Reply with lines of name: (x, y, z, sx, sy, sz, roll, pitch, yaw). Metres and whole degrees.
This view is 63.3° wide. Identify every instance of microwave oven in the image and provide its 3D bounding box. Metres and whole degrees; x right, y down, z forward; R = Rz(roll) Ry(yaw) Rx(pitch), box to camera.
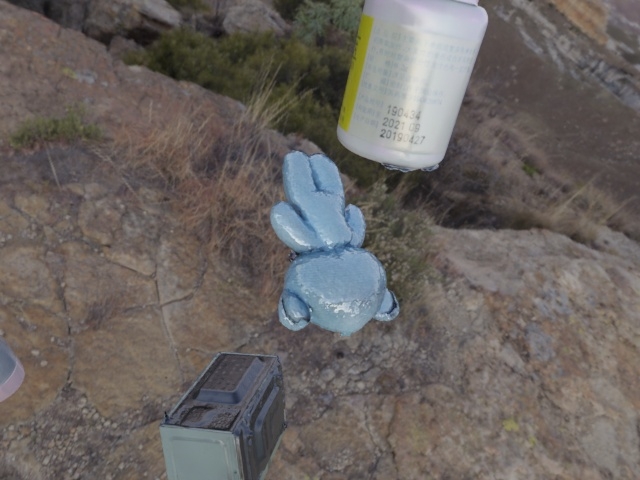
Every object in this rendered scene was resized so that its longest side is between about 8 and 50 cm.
microwave oven: (-0.225, 0.489, 1.360, 0.218, 0.286, 0.355, 1, 16, 13)

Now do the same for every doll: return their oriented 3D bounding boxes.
doll: (-0.002, 0.003, 0.475, 0.120, 0.075, 0.180, 0, 54, -30)

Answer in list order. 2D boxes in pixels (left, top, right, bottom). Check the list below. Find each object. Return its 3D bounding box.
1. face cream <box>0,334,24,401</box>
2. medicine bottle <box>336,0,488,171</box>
face cream: (-0.272, 0.082, 0.365, 0.084, 0.198, 0.057, -9, 66, -21)
medicine bottle: (0.166, -0.330, 0.913, 0.213, 0.379, 0.213, 11, 27, -6)
